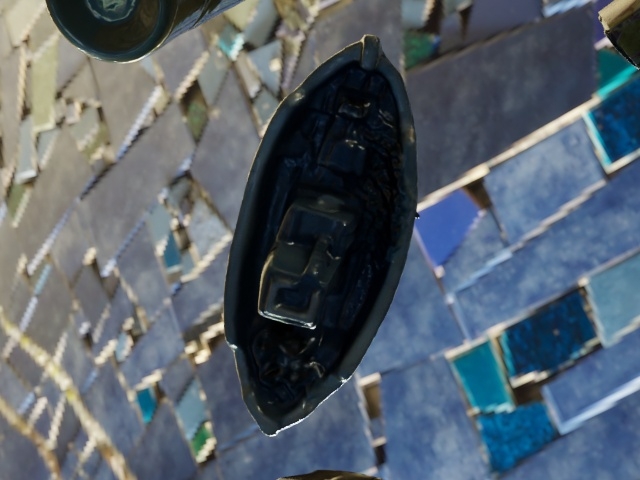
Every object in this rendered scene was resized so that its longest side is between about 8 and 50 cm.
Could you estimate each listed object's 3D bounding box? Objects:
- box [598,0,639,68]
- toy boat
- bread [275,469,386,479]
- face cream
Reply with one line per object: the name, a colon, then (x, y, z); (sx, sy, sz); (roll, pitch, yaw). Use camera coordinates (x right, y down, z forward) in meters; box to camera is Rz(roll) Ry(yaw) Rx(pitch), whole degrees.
box: (0.286, -0.198, 0.900); (0.207, 0.050, 0.041); (-36, 107, 16)
toy boat: (0.000, 0.000, 0.955); (0.129, 0.142, 0.309); (16, 106, 4)
bread: (-0.022, 0.219, 0.648); (0.212, 0.142, 0.224); (-56, -169, -16)
face cream: (-0.072, -0.207, 0.878); (0.084, 0.137, 0.341); (-50, -177, 30)
